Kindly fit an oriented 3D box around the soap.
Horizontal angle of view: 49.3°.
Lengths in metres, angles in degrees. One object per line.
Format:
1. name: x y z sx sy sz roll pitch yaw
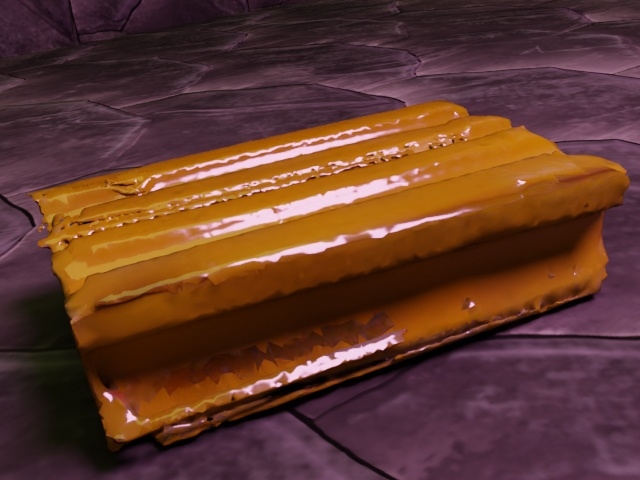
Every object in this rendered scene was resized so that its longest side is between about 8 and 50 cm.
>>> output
1. soap: -0.001 0.000 0.440 0.325 0.096 0.204 -15 26 -19
